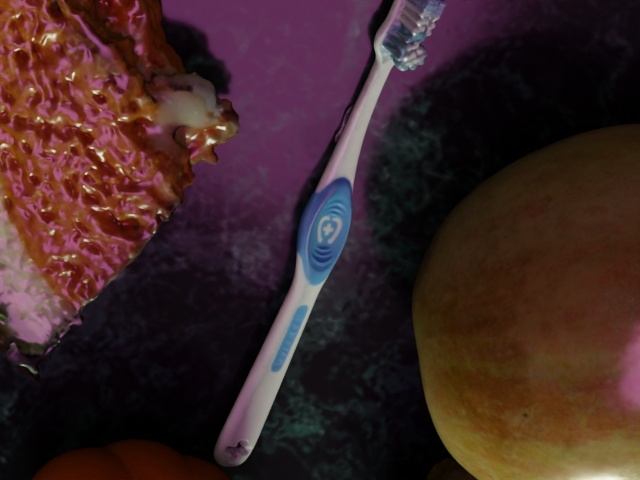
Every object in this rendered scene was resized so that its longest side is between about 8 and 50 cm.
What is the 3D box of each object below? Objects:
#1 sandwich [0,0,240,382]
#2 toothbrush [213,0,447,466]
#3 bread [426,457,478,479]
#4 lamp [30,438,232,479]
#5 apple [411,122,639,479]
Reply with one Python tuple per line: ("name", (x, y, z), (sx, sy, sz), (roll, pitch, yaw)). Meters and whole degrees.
("sandwich", (-0.178, -0.085, 0.925), (0.212, 0.109, 0.292), (-31, 116, 0))
("toothbrush", (-0.002, -0.002, 1.022), (0.040, 0.040, 0.386), (18, 113, -14))
("bread", (0.133, 0.249, 1.086), (0.230, 0.123, 0.230), (-5, 122, -8))
("lamp", (-0.133, 0.249, 1.021), (0.223, 0.196, 0.223), (5, 79, -27))
("apple", (0.187, 0.054, 0.957), (0.234, 0.257, 0.256), (-8, 117, 26))
